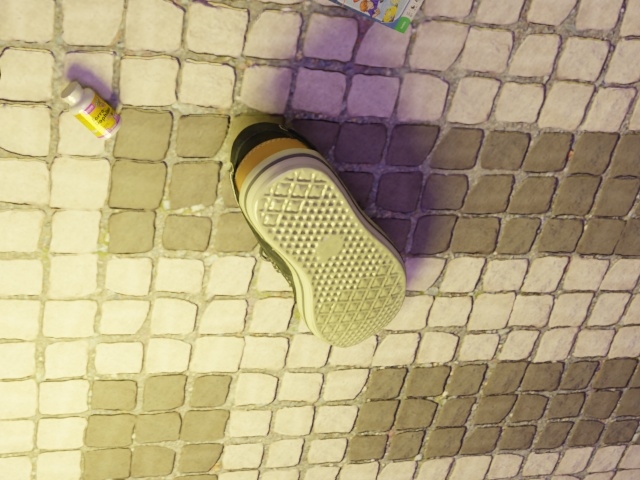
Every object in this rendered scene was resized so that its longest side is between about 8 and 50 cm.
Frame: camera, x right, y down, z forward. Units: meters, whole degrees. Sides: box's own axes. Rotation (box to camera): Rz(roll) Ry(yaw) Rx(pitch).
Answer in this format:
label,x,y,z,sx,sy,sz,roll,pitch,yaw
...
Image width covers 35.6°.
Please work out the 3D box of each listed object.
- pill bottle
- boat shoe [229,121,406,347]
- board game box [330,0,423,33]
label,x,y,z,sx,sy,sz,roll,pitch,yaw
pill bottle,-0.312,-0.177,1.352,0.043,0.043,0.083,-38,128,10
boat shoe,0.000,0.000,1.525,0.187,0.156,0.500,-33,140,0
board game box,0.104,-0.395,1.341,0.136,0.035,0.201,16,118,-28
